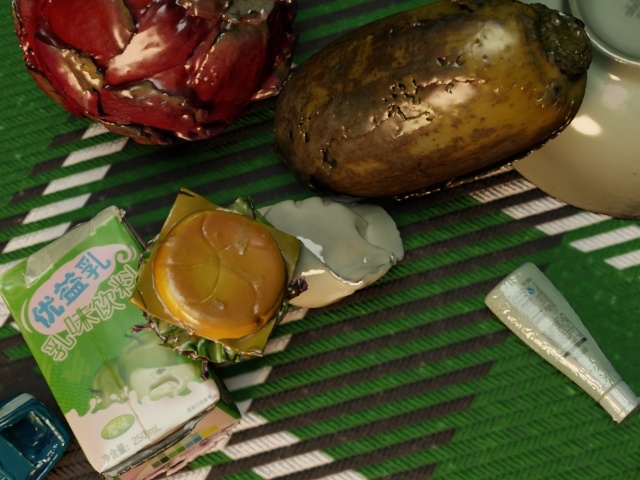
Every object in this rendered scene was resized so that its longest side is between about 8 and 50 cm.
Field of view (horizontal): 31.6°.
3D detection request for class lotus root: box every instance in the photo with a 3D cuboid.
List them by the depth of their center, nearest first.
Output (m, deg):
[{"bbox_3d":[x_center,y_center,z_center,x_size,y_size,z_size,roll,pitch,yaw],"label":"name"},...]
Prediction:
[{"bbox_3d":[0.095,-0.146,1.170,0.397,0.196,0.179,-18,59,45],"label":"lotus root"}]

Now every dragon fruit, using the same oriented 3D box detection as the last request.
[{"bbox_3d":[-0.184,-0.260,1.243,0.329,0.329,0.329,-3,70,7],"label":"dragon fruit"}]

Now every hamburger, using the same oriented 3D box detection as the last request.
[{"bbox_3d":[-0.106,0.041,1.138,0.164,0.093,0.189,34,63,-1],"label":"hamburger"}]

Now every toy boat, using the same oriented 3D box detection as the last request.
[{"bbox_3d":[-0.399,0.276,1.180,0.299,0.096,0.062,-41,34,-14],"label":"toy boat"}]

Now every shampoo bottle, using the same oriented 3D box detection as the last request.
[{"bbox_3d":[0.260,0.109,1.186,0.069,0.041,0.191,-37,70,-13],"label":"shampoo bottle"}]

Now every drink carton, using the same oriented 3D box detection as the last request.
[{"bbox_3d":[-0.213,0.116,1.212,0.161,0.108,0.271,-32,70,-5],"label":"drink carton"}]

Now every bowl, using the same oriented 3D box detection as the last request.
[{"bbox_3d":[0.347,-0.217,1.218,0.354,0.185,0.354,-2,70,7],"label":"bowl"}]

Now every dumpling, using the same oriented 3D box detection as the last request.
[{"bbox_3d":[-0.002,-0.003,1.237,0.181,0.111,0.155,42,51,14],"label":"dumpling"}]
